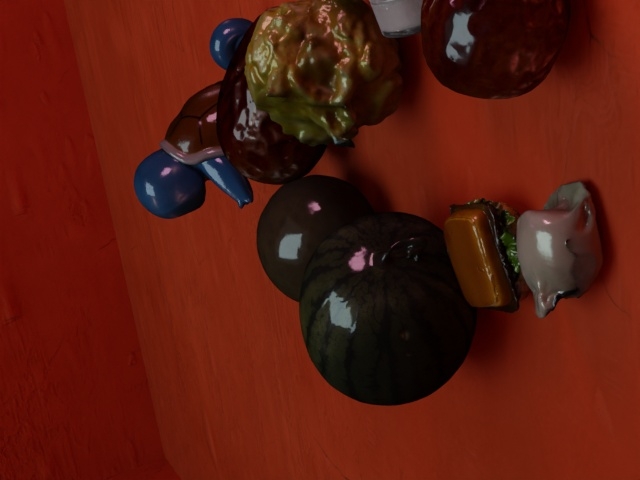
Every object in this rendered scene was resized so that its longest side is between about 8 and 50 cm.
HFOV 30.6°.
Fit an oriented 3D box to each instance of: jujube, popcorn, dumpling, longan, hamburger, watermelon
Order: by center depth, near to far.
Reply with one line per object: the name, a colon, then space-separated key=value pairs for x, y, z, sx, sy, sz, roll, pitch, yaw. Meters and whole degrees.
jujube: x=0.204 y=-0.297 z=1.386 sx=0.190 sy=0.189 sz=0.255 roll=22 pitch=120 yaw=62
dumpling: x=0.300 y=0.008 z=1.515 sx=0.150 sy=0.092 sz=0.177 roll=-122 pitch=17 yaw=-65
hamburger: x=0.247 y=0.020 z=1.641 sx=0.137 sy=0.087 sz=0.166 roll=5 pitch=112 yaw=66
watermelon: x=0.102 y=0.101 z=1.786 sx=0.279 sy=0.278 sz=0.359 roll=60 pitch=168 yaw=28
popcorn: x=0.004 y=-0.257 z=1.790 sx=0.249 sy=0.249 sz=0.225 roll=148 pitch=133 yaw=-68
jujube: x=-0.072 y=-0.249 z=2.045 sx=0.223 sy=0.223 sz=0.318 roll=55 pitch=142 yaw=37
longan: x=0.000 y=0.000 z=2.055 sx=0.248 sy=0.248 sz=0.248 roll=49 pitch=149 yaw=44

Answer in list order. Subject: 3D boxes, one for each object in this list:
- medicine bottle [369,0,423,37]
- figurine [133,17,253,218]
medicine bottle: x=0.091 y=-0.399 z=1.484 sx=0.143 sy=0.143 sz=0.258 roll=24 pitch=140 yaw=62
figurine: x=-0.181 y=-0.210 z=2.272 sx=0.298 sy=0.243 sz=0.416 roll=39 pitch=101 yaw=47
